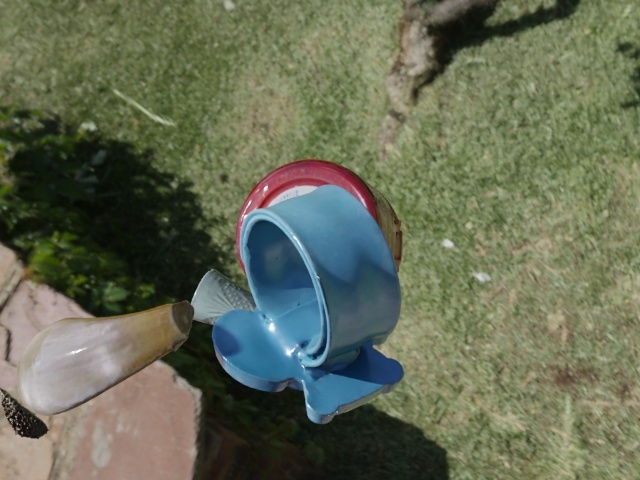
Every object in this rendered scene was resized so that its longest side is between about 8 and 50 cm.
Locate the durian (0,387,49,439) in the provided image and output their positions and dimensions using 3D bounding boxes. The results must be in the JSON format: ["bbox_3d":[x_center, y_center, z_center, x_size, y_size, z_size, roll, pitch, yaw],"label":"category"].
[{"bbox_3d":[-0.556,0.325,1.686,0.052,0.130,0.066,-31,25,18],"label":"durian"}]

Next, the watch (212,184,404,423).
[{"bbox_3d":[0.003,0.052,0.900,0.210,0.193,0.211,3,41,-3],"label":"watch"}]

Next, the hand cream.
[{"bbox_3d":[0.000,0.000,1.304,0.230,0.149,0.230,-2,82,16],"label":"hand cream"}]

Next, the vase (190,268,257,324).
[{"bbox_3d":[-0.109,0.135,1.554,0.219,0.096,0.096,23,80,9],"label":"vase"}]

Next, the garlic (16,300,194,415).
[{"bbox_3d":[-0.305,0.153,1.201,0.318,0.112,0.143,-16,18,23],"label":"garlic"}]
